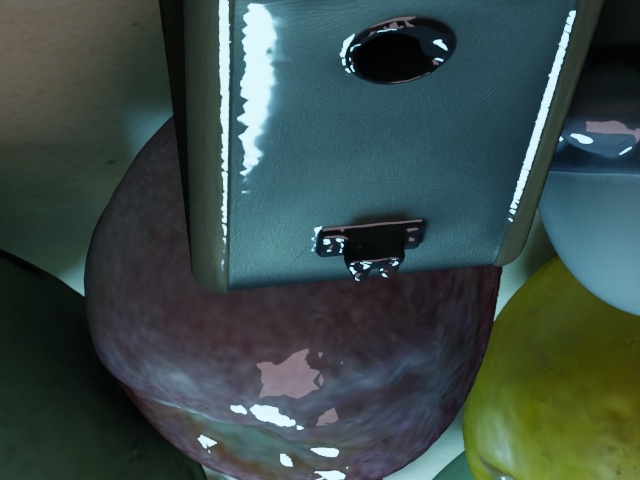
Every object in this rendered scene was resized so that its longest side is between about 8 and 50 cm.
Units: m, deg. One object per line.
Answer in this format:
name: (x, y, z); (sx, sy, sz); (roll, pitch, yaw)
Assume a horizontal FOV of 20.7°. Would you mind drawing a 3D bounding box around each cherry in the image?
cherry: (-0.009, 0.006, 0.910); (0.206, 0.239, 0.239); (-1, 158, 25)

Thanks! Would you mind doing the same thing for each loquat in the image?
loquat: (0.233, 0.109, 1.151); (0.275, 0.274, 0.275); (-8, 153, -4)

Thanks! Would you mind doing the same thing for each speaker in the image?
speaker: (0.013, -0.107, 0.709); (0.153, 0.192, 0.231); (-5, 152, -6)

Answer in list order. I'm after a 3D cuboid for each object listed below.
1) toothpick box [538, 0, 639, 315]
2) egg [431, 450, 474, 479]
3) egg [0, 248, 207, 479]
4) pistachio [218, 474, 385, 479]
toothpick box: (0.240, -0.062, 0.841); (0.316, 0.229, 0.229); (-1, 152, -15)
egg: (0.212, 0.266, 1.382); (0.389, 0.276, 0.276); (-25, 161, -26)
egg: (-0.251, 0.155, 0.972); (0.345, 0.345, 0.428); (-22, 134, 24)
pistachio: (-0.003, 0.245, 1.448); (0.144, 0.144, 0.215); (-23, 138, 25)
